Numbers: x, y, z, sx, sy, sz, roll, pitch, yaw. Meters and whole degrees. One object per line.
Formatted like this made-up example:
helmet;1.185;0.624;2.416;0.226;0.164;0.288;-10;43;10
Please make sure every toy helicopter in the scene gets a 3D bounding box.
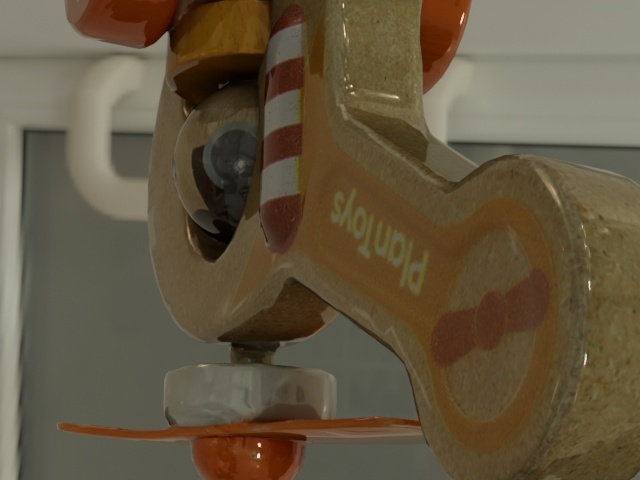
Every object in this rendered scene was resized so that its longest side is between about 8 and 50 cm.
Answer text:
toy helicopter;0.000;0.000;0.499;0.355;0.140;0.235;-141;-117;-64
